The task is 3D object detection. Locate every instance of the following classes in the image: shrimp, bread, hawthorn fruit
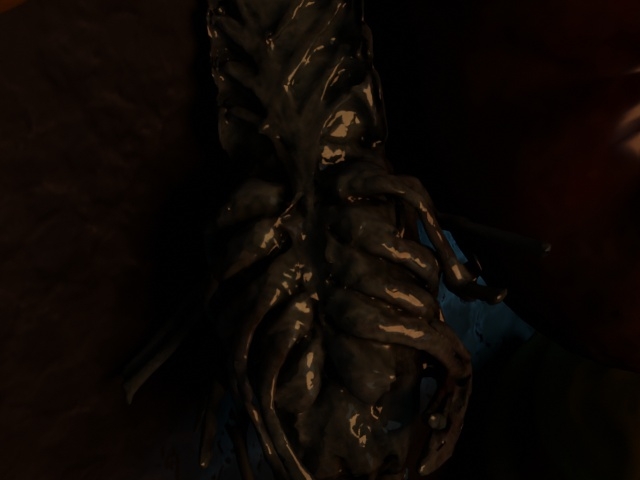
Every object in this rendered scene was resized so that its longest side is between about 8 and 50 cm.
[{"bbox_3d":[0.001,0.003,0.498,0.166,0.221,0.410,-9,91,-82],"label":"shrimp"},{"bbox_3d":[0.258,0.208,0.850,0.341,0.210,0.300,35,40,-57],"label":"bread"},{"bbox_3d":[0.239,-0.128,0.613,0.403,0.403,0.402,-21,118,-47],"label":"hawthorn fruit"}]

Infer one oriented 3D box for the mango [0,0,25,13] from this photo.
[{"bbox_3d":[-0.105,-0.194,0.332,0.157,0.109,0.262,27,78,-48],"label":"mango"}]
